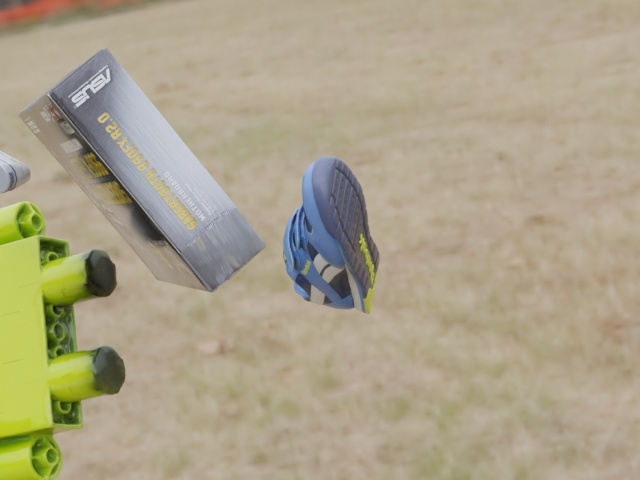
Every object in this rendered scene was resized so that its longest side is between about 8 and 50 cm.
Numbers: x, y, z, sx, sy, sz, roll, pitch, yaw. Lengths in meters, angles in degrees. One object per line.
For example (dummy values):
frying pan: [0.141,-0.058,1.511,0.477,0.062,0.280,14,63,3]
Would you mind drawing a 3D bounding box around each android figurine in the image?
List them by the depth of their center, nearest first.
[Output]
android figurine: [-0.288,0.095,1.406,0.272,0.248,0.056,-16,-15,31]

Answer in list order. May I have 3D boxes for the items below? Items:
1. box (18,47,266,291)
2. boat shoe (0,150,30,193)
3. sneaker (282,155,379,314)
box: [-0.143,-0.050,1.226,0.056,0.183,0.231,-41,11,-11]
boat shoe: [-0.278,-0.064,1.314,0.100,0.035,0.035,17,21,31]
sneaker: [0.000,0.000,1.026,0.059,0.144,0.053,6,55,15]
